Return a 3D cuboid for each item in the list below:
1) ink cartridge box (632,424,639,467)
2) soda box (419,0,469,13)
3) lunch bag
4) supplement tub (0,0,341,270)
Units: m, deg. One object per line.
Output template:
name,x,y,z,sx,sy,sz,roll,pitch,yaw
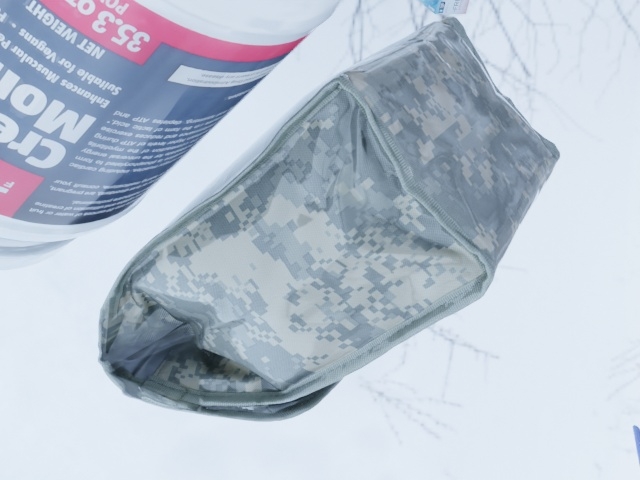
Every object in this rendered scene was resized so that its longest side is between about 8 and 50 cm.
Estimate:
ink cartridge box,0.315,0.271,0.581,0.311,0.065,0.186,50,25,-12
soda box,0.170,-0.424,1.446,0.063,0.183,0.058,-7,128,-25
lunch bag,0.000,0.000,0.645,0.169,0.287,0.235,52,31,-3
supplement tub,-0.131,-0.117,0.468,0.191,0.272,0.191,26,46,-30
